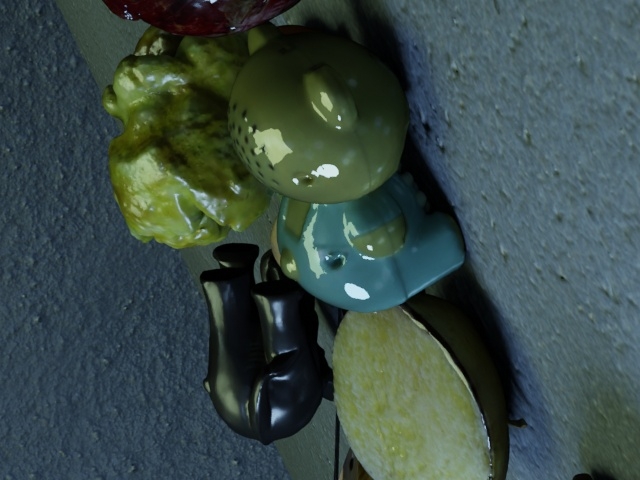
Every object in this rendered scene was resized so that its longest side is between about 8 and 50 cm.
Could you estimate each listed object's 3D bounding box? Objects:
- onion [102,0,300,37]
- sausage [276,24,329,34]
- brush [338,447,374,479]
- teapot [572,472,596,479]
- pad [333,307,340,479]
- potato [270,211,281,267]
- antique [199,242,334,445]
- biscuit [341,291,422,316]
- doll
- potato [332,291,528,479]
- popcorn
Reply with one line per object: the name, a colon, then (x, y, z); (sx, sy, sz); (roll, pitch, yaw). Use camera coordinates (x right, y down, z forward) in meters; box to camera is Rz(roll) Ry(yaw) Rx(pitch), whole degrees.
onion: (-0.114, -0.307, 1.143); (0.281, 0.221, 0.281); (37, 149, 27)
sausage: (-0.026, -0.176, 1.365); (0.089, 0.089, 0.179); (65, 173, -9)
brush: (0.105, 0.396, 1.846); (0.174, 0.166, 0.266); (-151, 68, -78)
teapot: (0.245, 0.372, 1.144); (0.315, 0.233, 0.312); (-78, -23, -62)
pad: (0.025, 0.215, 1.809); (0.202, 0.005, 0.299); (87, -176, -62)
potato: (0.001, 0.001, 1.582); (0.112, 0.112, 0.147); (53, 171, 42)
antique: (-0.077, 0.147, 1.892); (0.322, 0.185, 0.255); (-79, -18, -72)
biscuit: (0.055, 0.030, 1.485); (0.107, 0.073, 0.388); (48, 161, 53)
doll: (0.012, -0.071, 1.236); (0.177, 0.161, 0.260); (47, 161, 51)
potato: (0.125, 0.162, 1.376); (0.239, 0.116, 0.299); (49, 151, 32)
popcorn: (-0.146, -0.123, 1.607); (0.276, 0.226, 0.276); (-11, -90, -85)
